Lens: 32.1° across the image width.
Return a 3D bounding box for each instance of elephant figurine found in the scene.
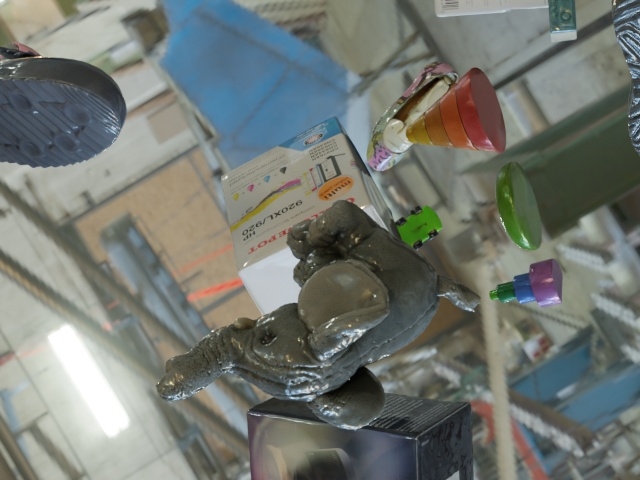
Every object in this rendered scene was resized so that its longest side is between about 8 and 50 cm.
[{"bbox_3d":[0.002,0.091,1.021,0.169,0.186,0.239,51,-141,-17],"label":"elephant figurine"}]

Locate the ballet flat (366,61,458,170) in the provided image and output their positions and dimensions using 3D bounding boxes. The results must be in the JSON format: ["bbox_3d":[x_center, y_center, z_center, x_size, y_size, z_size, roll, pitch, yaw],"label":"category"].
[{"bbox_3d":[0.159,-0.213,1.908,0.077,0.221,0.079,38,178,-21],"label":"ballet flat"}]

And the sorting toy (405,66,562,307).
[{"bbox_3d":[0.224,-0.056,1.551,0.366,0.126,0.127,65,-154,-21],"label":"sorting toy"}]

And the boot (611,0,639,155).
[{"bbox_3d":[0.477,-0.368,1.505,0.367,0.146,0.445,61,-150,-49],"label":"boot"}]

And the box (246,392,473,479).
[{"bbox_3d":[0.060,0.386,1.649,0.182,0.294,0.296,-16,-75,-55],"label":"box"}]

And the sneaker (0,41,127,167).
[{"bbox_3d":[-0.275,-0.138,1.004,0.319,0.131,0.112,-2,140,40],"label":"sneaker"}]

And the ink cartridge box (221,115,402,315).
[{"bbox_3d":[0.000,0.000,1.322,0.168,0.171,0.233,59,-173,-31],"label":"ink cartridge box"}]

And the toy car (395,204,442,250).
[{"bbox_3d":[0.113,0.015,1.846,0.239,0.225,0.053,55,145,4],"label":"toy car"}]

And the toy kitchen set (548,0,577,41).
[{"bbox_3d":[0.300,-0.403,1.775,0.122,0.207,0.166,36,-128,-71],"label":"toy kitchen set"}]

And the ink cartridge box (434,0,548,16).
[{"bbox_3d":[0.336,-0.572,2.054,0.066,0.261,0.296,-32,-60,-64],"label":"ink cartridge box"}]
